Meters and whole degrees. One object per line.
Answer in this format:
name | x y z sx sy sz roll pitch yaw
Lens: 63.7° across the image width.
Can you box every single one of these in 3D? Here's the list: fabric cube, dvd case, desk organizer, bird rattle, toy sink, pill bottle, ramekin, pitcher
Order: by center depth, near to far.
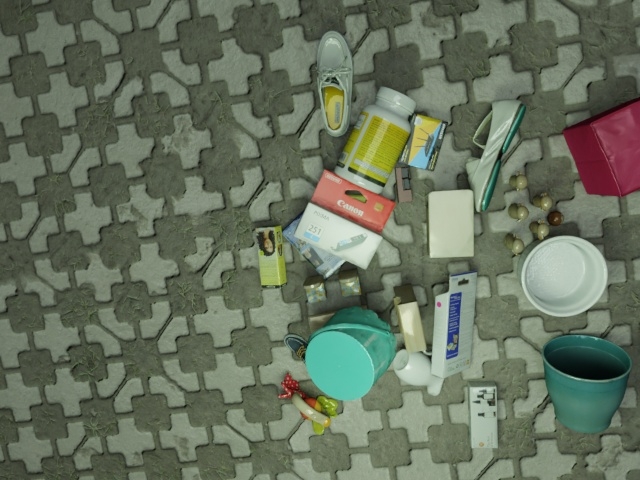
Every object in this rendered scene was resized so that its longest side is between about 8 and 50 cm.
fabric cube | 0.987 -0.304 1.657 0.254 0.258 0.259 -23 94 8
pill bottle | 0.197 -0.348 1.786 0.187 0.188 0.334 26 100 3
ramekin | 0.823 0.112 1.788 0.277 0.135 0.278 1 98 6
toy sink | 0.453 -0.067 1.818 0.152 0.131 0.234 -3 101 7
desk organizer | 0.300 -0.202 1.863 0.050 0.047 0.130 -6 96 6
pitcher | 0.377 0.452 1.883 0.207 0.125 0.178 32 84 -27
bird rattle | -0.043 0.612 1.937 0.253 0.207 0.143 44 82 -9
dvd case | 0.000 0.000 1.938 0.180 0.022 0.253 -43 90 9

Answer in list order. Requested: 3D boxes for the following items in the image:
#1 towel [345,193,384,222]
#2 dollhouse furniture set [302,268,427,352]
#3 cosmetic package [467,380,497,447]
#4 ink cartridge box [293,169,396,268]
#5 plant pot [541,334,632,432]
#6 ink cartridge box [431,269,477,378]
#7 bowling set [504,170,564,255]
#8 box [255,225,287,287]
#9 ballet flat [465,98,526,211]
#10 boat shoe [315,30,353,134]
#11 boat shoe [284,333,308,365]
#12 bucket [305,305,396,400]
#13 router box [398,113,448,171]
towel | 0.115 -0.119 1.897 0.237 0.021 0.102 3 95 1
dollhouse furniture set | 0.154 0.298 1.827 0.393 0.256 0.362 -12 98 7
cosmetic package | 0.605 0.651 1.921 0.098 0.060 0.239 -3 96 8
ink cartridge box | 0.089 -0.075 1.857 0.296 0.066 0.261 25 104 -4
plant pot | 0.906 0.506 1.777 0.271 0.272 0.255 -4 111 8
ink cartridge box | 0.479 0.292 1.838 0.069 0.175 0.371 13 103 47
bowling set | 0.746 -0.095 1.765 0.199 0.154 0.287 0 97 7
box | -0.185 0.063 1.941 0.087 0.058 0.233 -3 97 25
ballet flat | 0.581 -0.300 1.788 0.139 0.139 0.401 20 95 4
boat shoe | 0.042 -0.552 1.796 0.135 0.156 0.367 1 98 7
boat shoe | -0.063 0.427 1.966 0.183 0.083 0.065 34 100 2
bucket | 0.094 0.371 1.688 0.281 0.183 0.281 7 107 24
router box | 0.364 -0.348 1.836 0.133 0.046 0.179 15 99 5
